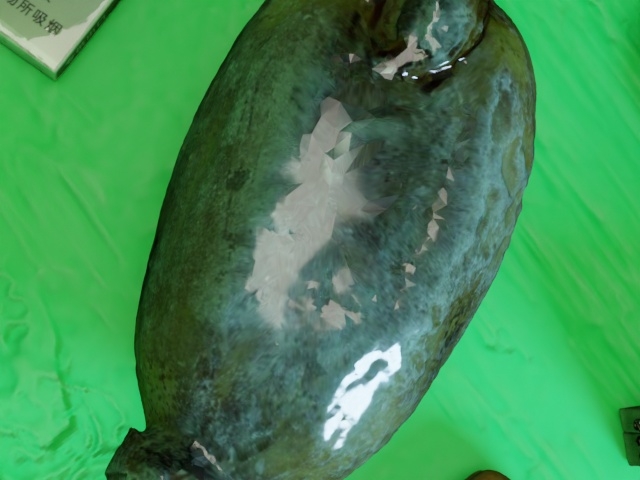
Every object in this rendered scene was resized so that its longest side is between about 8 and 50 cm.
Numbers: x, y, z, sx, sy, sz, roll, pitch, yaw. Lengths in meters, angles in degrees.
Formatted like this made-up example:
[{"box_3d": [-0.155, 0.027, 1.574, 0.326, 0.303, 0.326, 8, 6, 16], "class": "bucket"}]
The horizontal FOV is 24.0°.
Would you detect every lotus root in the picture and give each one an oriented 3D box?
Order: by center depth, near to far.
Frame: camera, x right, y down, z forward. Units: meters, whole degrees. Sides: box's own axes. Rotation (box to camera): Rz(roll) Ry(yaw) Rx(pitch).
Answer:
[{"box_3d": [0.000, 0.000, 0.765, 0.175, 0.175, 0.349, 26, 85, -3], "class": "lotus root"}]

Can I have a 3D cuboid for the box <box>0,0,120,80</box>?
[{"box_3d": [-0.130, -0.198, 0.834, 0.109, 0.029, 0.198, 36, 81, -1], "class": "box"}]

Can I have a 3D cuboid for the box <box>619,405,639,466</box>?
[{"box_3d": [0.210, 0.101, 0.811, 0.083, 0.079, 0.035, -9, 85, -7], "class": "box"}]

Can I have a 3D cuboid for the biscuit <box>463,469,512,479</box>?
[{"box_3d": [0.027, 0.274, 0.787, 0.302, 0.043, 0.278, -9, 84, -8], "class": "biscuit"}]
